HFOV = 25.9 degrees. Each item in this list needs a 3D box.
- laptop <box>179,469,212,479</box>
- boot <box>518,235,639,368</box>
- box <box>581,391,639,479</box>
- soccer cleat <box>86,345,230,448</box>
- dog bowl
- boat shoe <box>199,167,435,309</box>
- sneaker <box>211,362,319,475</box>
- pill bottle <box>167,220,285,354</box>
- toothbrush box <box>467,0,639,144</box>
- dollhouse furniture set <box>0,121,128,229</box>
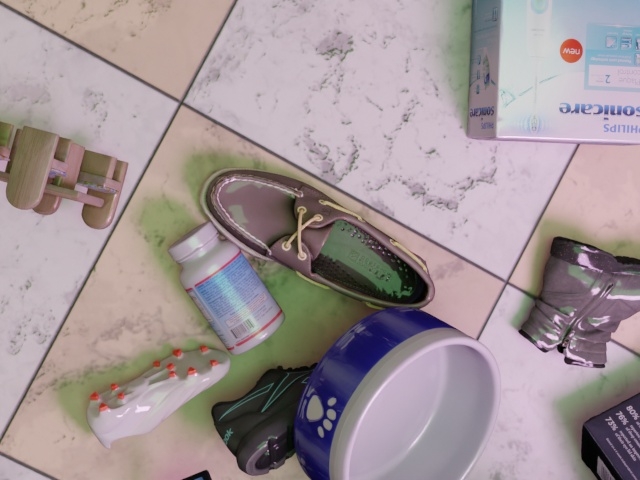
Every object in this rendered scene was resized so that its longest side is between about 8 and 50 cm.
[{"bbox_3d":[-0.223,0.440,1.713,0.264,0.136,0.234,-20,82,-10],"label":"laptop"},{"bbox_3d":[0.399,0.100,1.885,0.246,0.083,0.161,16,96,-6],"label":"boot"},{"bbox_3d":[0.473,0.277,1.849,0.207,0.108,0.153,-25,54,-9],"label":"box"},{"bbox_3d":[-0.203,0.197,1.771,0.196,0.068,0.076,-23,126,-16],"label":"soccer cleat"},{"bbox_3d":[0.098,0.220,1.741,0.265,0.104,0.265,-22,125,-34],"label":"dog bowl"},{"bbox_3d":[0.000,0.000,1.779,0.324,0.097,0.116,29,87,-12],"label":"boat shoe"},{"bbox_3d":[-0.017,0.191,1.782,0.267,0.106,0.101,-28,142,-28],"label":"sneaker"},{"bbox_3d":[-0.122,0.059,1.763,0.087,0.087,0.160,-35,99,-8],"label":"pill bottle"},{"bbox_3d":[0.315,-0.274,1.817,0.216,0.126,0.295,2,94,-12],"label":"toothbrush box"},{"bbox_3d":[-0.385,-0.056,1.647,0.242,0.212,0.161,15,88,15],"label":"dollhouse furniture set"}]
